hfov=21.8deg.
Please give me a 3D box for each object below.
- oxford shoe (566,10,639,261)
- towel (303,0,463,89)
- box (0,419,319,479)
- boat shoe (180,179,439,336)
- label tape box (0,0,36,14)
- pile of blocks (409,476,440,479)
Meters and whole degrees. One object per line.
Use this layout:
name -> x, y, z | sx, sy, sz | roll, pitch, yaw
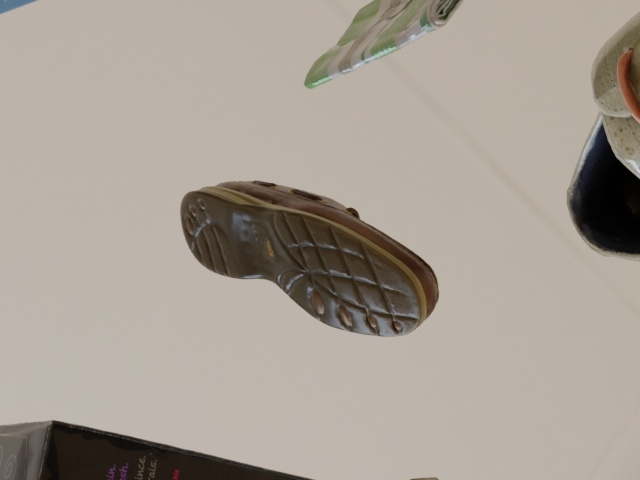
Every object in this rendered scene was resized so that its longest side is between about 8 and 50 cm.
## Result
oxford shoe -> 0.177, -0.057, 0.557 | 0.146, 0.140, 0.397 | -23, -15, -6
towel -> 0.059, -0.174, 1.280 | 0.023, 0.152, 0.113 | 53, -132, -16
box -> -0.113, 0.234, 1.179 | 0.270, 0.143, 0.165 | 18, -107, -29
boat shoe -> 0.000, 0.000, 0.926 | 0.060, 0.178, 0.064 | -29, -54, -38
label tape box -> -0.207, -0.287, 0.924 | 0.240, 0.106, 0.333 | -35, -35, -53
pile of blocks -> 0.159, 0.203, 0.911 | 0.113, 0.362, 0.149 | 0, -98, -21
